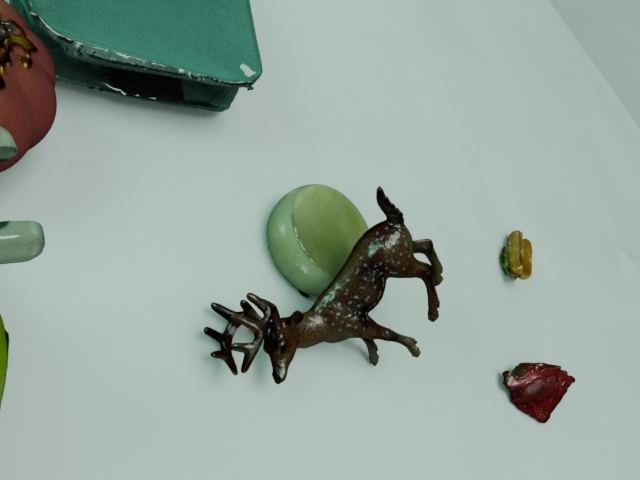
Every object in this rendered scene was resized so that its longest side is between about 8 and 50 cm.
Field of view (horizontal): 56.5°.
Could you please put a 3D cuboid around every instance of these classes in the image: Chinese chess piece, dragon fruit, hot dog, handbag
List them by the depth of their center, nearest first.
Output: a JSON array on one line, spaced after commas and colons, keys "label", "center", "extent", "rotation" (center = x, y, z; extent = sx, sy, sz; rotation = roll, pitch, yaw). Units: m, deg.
[{"label": "handbag", "center": [-0.209, -0.281, 0.677], "extent": [0.268, 0.100, 0.274], "rotation": [0, 67, -40]}, {"label": "Chinese chess piece", "center": [0.000, 0.000, 0.746], "extent": [0.144, 0.058, 0.144], "rotation": [24, 51, -33]}, {"label": "dragon fruit", "center": [0.348, 0.223, 0.950], "extent": [0.131, 0.063, 0.097], "rotation": [34, 48, -26]}, {"label": "hot dog", "center": [0.358, 0.029, 1.090], "extent": [0.056, 0.041, 0.133], "rotation": [46, 36, -15]}]

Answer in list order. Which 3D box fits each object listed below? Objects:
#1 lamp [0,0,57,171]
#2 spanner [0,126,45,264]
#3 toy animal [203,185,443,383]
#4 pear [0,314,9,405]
[{"label": "lamp", "center": [-0.301, -0.139, 0.474], "extent": [0.182, 0.140, 0.182], "rotation": [26, 47, -32]}, {"label": "spanner", "center": [-0.284, -0.006, 0.242], "extent": [0.324, 0.040, 0.096], "rotation": [-11, 75, -47]}, {"label": "toy animal", "center": [0.020, 0.064, 0.669], "extent": [0.260, 0.087, 0.244], "rotation": [35, 79, -36]}, {"label": "pear", "center": [-0.348, 0.065, 0.295], "extent": [0.398, 0.165, 0.399], "rotation": [22, 54, -34]}]
